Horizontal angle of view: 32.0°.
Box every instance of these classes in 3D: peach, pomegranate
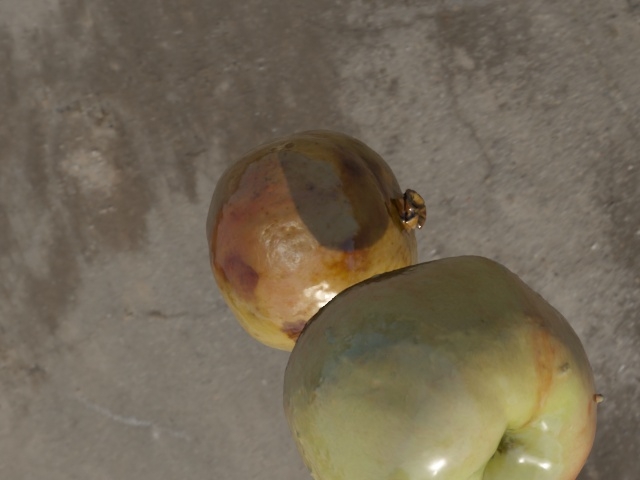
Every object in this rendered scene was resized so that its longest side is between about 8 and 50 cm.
[{"bbox_3d":[0.074,0.100,0.795,0.232,0.232,0.233,12,113,30],"label":"peach"},{"bbox_3d":[0.000,0.000,1.077,0.215,0.215,0.215,12,113,30],"label":"pomegranate"}]
